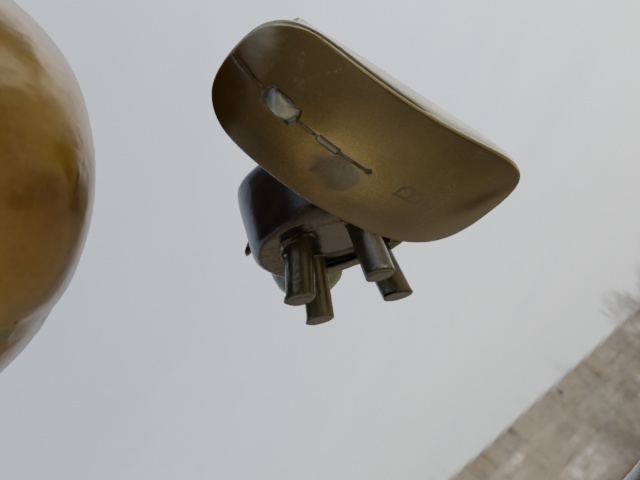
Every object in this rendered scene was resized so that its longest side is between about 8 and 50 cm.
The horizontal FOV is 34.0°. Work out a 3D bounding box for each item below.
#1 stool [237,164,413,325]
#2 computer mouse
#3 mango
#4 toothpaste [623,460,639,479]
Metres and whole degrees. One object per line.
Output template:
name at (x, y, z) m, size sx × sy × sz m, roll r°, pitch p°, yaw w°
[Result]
stool at (0.000, 0.000, 0.802) m, size 0.125 × 0.121 × 0.217 m, roll -9°, pitch -19°, yaw -20°
computer mouse at (0.029, -0.058, 0.629) m, size 0.102 × 0.199 × 0.045 m, roll -39°, pitch 33°, yaw 38°
mango at (-0.293, -0.025, 0.735) m, size 0.232 × 0.300 × 0.445 m, roll -1°, pitch -10°, yaw -35°
toothpaste at (0.308, 0.203, 0.899) m, size 0.282 × 0.068 × 0.099 m, roll -46°, pitch -25°, yaw -19°
